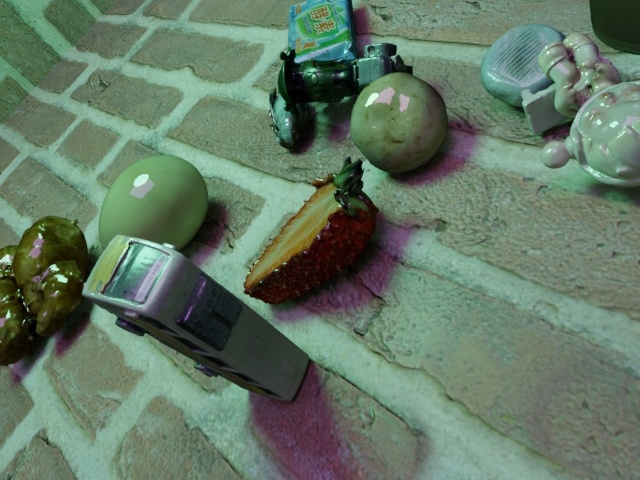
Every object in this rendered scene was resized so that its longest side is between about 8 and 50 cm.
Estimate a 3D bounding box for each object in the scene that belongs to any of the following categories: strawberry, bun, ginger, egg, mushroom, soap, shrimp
[{"bbox_3d":[0.000,0.000,0.910,0.286,0.106,0.188,-47,20,14],"label":"strawberry"},{"bbox_3d":[0.334,-0.277,0.898,0.141,0.083,0.140,-13,62,25],"label":"bun"},{"bbox_3d":[-0.654,0.124,1.238,0.358,0.152,0.274,-33,65,11],"label":"ginger"},{"bbox_3d":[-0.339,-0.056,1.119,0.253,0.189,0.188,-47,44,9],"label":"egg"},{"bbox_3d":[0.131,-0.197,0.941,0.166,0.127,0.166,0,90,19],"label":"mushroom"},{"bbox_3d":[0.004,-0.457,1.246,0.156,0.077,0.293,-13,51,13],"label":"soap"},{"bbox_3d":[-0.067,-0.286,1.188,0.090,0.079,0.232,2,48,-8],"label":"shrimp"}]

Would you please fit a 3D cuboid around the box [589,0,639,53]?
[{"bbox_3d":[0.532,-0.443,0.794,0.301,0.216,0.301,-19,51,24],"label":"box"}]

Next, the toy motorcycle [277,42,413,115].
[{"bbox_3d":[0.028,-0.306,1.049,0.275,0.187,0.124,2,101,32],"label":"toy motorcycle"}]

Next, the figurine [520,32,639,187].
[{"bbox_3d":[0.383,-0.156,0.746,0.182,0.144,0.256,-14,46,0],"label":"figurine"}]

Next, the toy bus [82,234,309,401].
[{"bbox_3d":[-0.148,0.120,0.745,0.138,0.342,0.097,9,64,35],"label":"toy bus"}]
